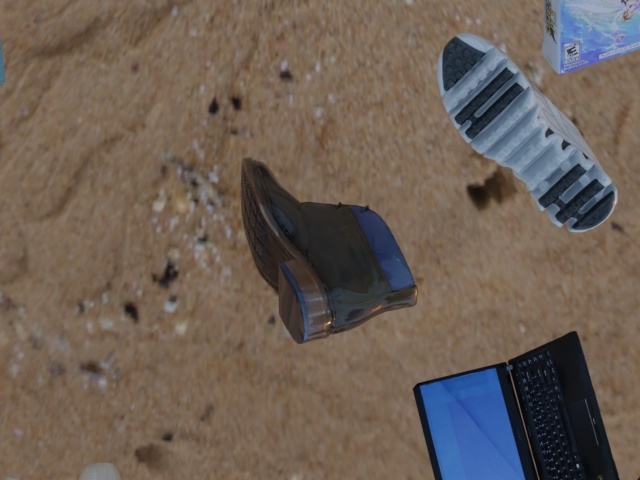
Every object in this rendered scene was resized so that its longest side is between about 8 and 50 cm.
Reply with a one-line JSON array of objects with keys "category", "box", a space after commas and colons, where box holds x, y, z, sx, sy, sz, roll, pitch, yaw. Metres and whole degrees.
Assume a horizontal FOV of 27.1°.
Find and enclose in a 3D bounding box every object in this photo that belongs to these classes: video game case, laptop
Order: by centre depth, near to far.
[{"category": "video game case", "box": [0.441, -0.377, 1.849, 0.269, 0.061, 0.244, -19, 135, -8]}, {"category": "laptop", "box": [0.289, 0.289, 2.007, 0.136, 0.264, 0.234, -4, 72, -32]}]

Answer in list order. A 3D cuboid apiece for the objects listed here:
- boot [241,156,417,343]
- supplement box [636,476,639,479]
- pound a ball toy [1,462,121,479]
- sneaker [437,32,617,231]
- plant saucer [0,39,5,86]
[{"category": "boot", "box": [0.000, 0.000, 1.146, 0.106, 0.219, 0.082, -10, 135, -16]}, {"category": "supplement box", "box": [0.492, 0.291, 1.698, 0.081, 0.104, 0.188, 38, 96, -8]}, {"category": "pound a ball toy", "box": [-0.345, 0.318, 1.225, 0.208, 0.136, 0.319, 19, 135, -41]}, {"category": "sneaker", "box": [0.255, -0.141, 1.659, 0.110, 0.118, 0.292, -37, 100, 26]}, {"category": "plant saucer", "box": [-0.325, -0.140, 1.233, 0.018, 0.192, 0.067, -2, 75, -30]}]
